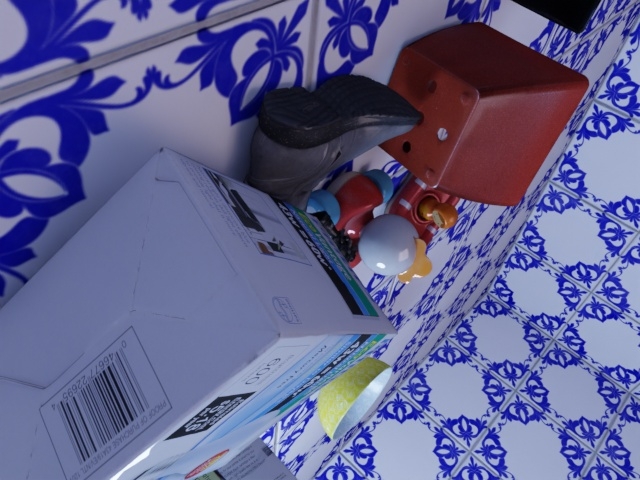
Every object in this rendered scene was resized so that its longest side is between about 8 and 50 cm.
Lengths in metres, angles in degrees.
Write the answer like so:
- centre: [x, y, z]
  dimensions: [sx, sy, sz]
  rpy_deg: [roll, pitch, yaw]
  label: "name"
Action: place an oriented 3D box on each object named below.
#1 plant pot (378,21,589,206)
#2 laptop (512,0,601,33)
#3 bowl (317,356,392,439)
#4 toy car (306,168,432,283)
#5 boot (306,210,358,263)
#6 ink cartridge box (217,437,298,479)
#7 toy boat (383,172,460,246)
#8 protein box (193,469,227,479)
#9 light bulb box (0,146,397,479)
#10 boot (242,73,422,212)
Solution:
- centre: [0.252, -0.224, 0.967]
  dimensions: [0.235, 0.267, 0.267]
  rpy_deg: [-13, 136, -39]
  label: "plant pot"
- centre: [0.499, -0.579, 0.922]
  dimensions: [0.407, 0.236, 0.382]
  rpy_deg: [-22, 143, -49]
  label: "laptop"
- centre: [0.080, 0.468, 1.704]
  dimensions: [0.289, 0.156, 0.290]
  rpy_deg: [-40, 153, -26]
  label: "bowl"
- centre: [0.096, 0.009, 1.003]
  dimensions: [0.219, 0.238, 0.211]
  rpy_deg: [-24, 144, -46]
  label: "toy car"
- centre: [0.000, 0.000, 0.905]
  dimensions: [0.099, 0.121, 0.045]
  rpy_deg: [53, 57, -25]
  label: "boot"
- centre: [-0.184, 0.564, 1.203]
  dimensions: [0.211, 0.289, 0.122]
  rpy_deg: [-12, 137, -55]
  label: "ink cartridge box"
- centre: [0.260, -0.069, 1.254]
  dimensions: [0.151, 0.151, 0.231]
  rpy_deg: [36, 90, -34]
  label: "toy boat"
- centre: [-0.295, 0.447, 0.949]
  dimensions: [0.201, 0.199, 0.136]
  rpy_deg: [-43, 155, -21]
  label: "protein box"
- centre: [-0.145, 0.126, 0.653]
  dimensions: [0.358, 0.225, 0.361]
  rpy_deg: [-40, 158, 13]
  label: "light bulb box"
- centre: [0.000, -0.129, 0.834]
  dimensions: [0.338, 0.118, 0.223]
  rpy_deg: [-17, 145, -42]
  label: "boot"
